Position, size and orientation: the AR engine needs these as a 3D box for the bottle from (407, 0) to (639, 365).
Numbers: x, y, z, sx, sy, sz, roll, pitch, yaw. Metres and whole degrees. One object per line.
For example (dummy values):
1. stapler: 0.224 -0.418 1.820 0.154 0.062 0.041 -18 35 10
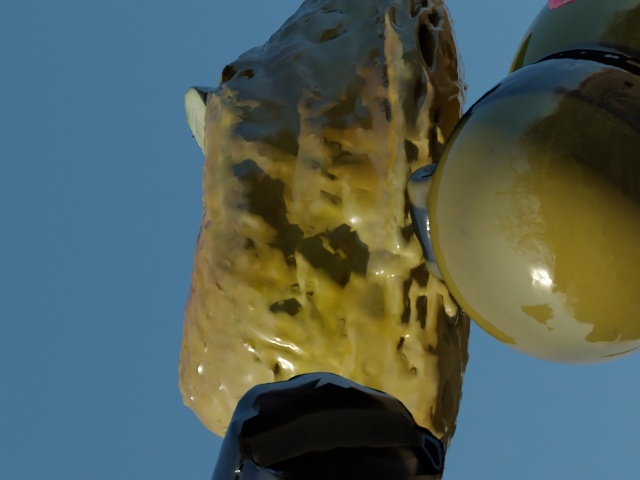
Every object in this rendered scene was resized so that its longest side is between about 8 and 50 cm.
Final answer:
1. bottle: 0.182 -0.067 0.952 0.351 0.171 0.171 -45 -59 -41

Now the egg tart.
1. egg tart: 0.000 0.000 1.109 0.339 0.153 0.351 -101 17 -76

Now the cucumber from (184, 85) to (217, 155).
1. cucumber: -0.075 -0.089 1.437 0.035 0.107 0.067 -25 -102 -10

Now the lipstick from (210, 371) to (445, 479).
1. lipstick: -0.044 0.235 0.620 0.077 0.077 0.418 -19 -48 -51

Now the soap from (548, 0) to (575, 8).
1. soap: 0.024 -0.164 0.562 0.250 0.162 0.099 18 -104 -31
